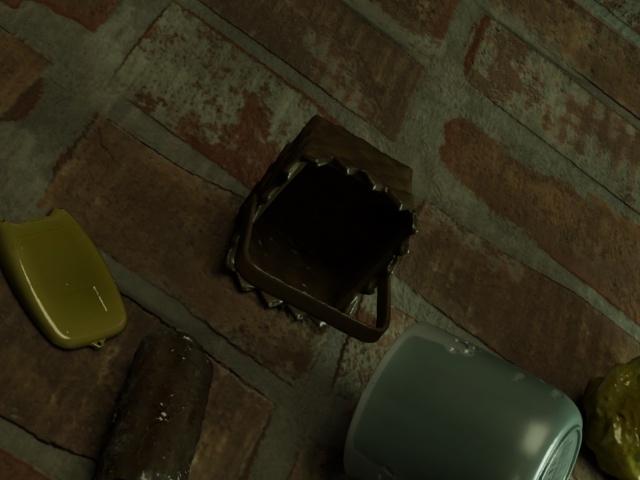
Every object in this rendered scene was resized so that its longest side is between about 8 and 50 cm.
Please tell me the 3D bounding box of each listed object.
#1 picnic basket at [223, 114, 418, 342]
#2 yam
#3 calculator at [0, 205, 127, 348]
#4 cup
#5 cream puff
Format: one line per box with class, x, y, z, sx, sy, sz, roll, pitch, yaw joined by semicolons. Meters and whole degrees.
picnic basket;0.000;0.000;1.982;0.254;0.291;0.321;30;33;-16
yam;-0.220;0.256;1.719;0.131;0.131;0.279;30;41;-16
calculator;-0.367;0.053;1.840;0.157;0.033;0.236;-17;70;-47
cup;0.231;0.308;1.905;0.274;0.259;0.356;25;-11;26
cream puff;0.638;0.321;2.251;0.323;0.270;0.274;8;57;-32
